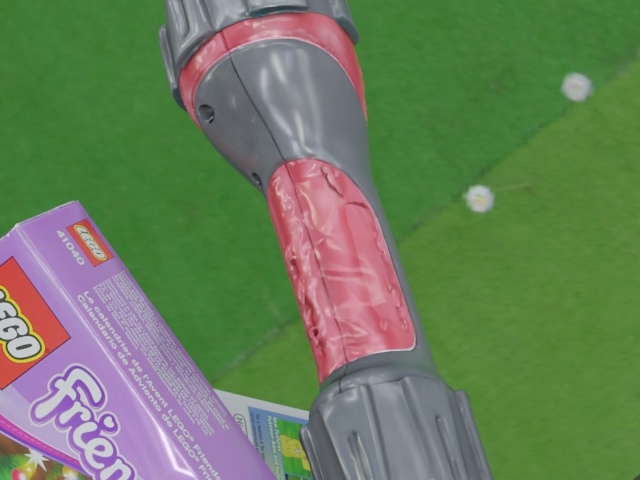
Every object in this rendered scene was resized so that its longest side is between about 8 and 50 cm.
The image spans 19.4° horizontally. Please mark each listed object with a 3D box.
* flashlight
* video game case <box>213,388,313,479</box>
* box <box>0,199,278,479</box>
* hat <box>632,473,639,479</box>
[{"bbox_3d":[0.000,0.000,0.905,0.103,0.103,0.304,112,147,-54],"label":"flashlight"},{"bbox_3d":[-0.028,0.255,1.387,0.036,0.300,0.329,-52,34,36],"label":"video game case"},{"bbox_3d":[-0.095,0.159,0.760,0.201,0.057,0.293,-36,88,23],"label":"box"},{"bbox_3d":[0.250,0.201,1.037,0.134,0.331,0.331,-32,72,2],"label":"hat"}]
